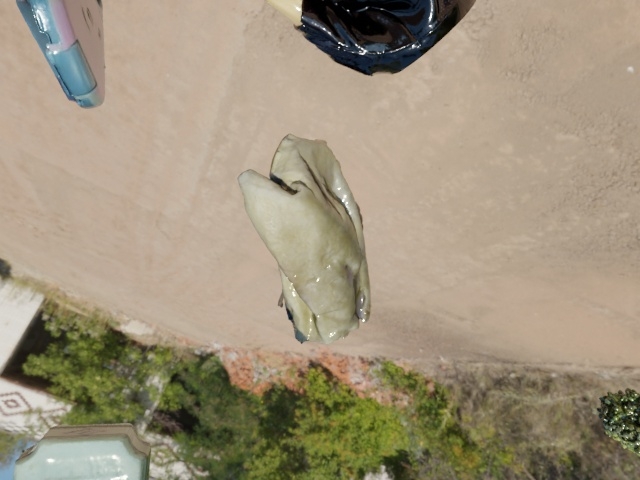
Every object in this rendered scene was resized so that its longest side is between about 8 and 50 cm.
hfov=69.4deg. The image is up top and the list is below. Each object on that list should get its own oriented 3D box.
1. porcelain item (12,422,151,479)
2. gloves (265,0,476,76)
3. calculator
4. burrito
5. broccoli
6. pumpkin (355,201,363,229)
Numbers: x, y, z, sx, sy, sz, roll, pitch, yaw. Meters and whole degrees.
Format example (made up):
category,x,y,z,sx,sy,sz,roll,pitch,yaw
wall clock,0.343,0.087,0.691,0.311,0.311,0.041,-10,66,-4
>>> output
category,x,y,z,sx,sy,sz,roll,pitch,yaw
porcelain item,-0.549,0.579,1.072,0.286,0.281,0.157,3,172,-16
gloves,0.034,-0.258,0.444,0.164,0.124,0.203,-39,110,18
calculator,-0.331,-0.311,0.606,0.051,0.293,0.173,-11,152,-9
burrito,-0.001,0.002,0.735,0.135,0.190,0.332,21,137,39
broccoli,0.306,0.177,0.412,0.097,0.095,0.092,-12,174,13
pumpkin,0.024,-0.043,1.177,0.150,0.194,0.194,-5,161,-13
